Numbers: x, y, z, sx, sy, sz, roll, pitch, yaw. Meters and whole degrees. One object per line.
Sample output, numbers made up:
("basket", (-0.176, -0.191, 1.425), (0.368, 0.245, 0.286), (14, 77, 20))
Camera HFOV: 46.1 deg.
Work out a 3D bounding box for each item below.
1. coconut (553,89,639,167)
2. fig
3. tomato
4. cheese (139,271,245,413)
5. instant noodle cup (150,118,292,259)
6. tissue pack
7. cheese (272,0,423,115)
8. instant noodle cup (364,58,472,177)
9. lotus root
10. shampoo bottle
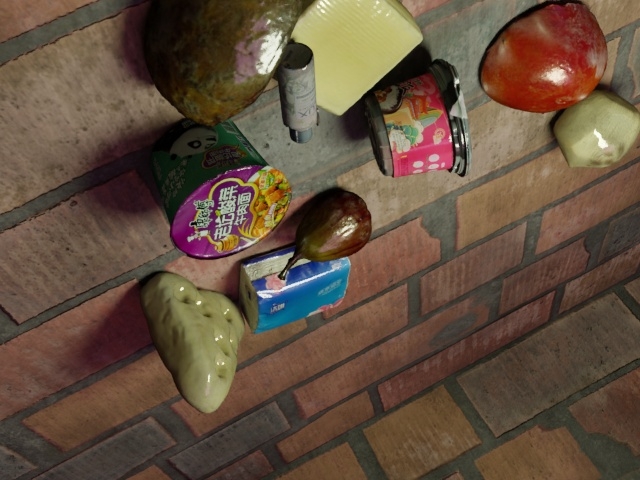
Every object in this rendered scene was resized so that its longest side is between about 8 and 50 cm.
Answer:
("coconut", (0.732, -0.285, 2.009), (0.224, 0.224, 0.224), (-22, 147, -15))
("fig", (-0.001, -0.001, 1.814), (0.274, 0.145, 0.170), (-38, 150, -17))
("tomato", (0.534, -0.391, 1.720), (0.309, 0.170, 0.309), (-23, 147, -16))
("cheese", (-0.266, 0.265, 1.798), (0.129, 0.328, 0.351), (-32, 148, 12))
("instant noodle cup", (-0.207, -0.113, 1.462), (0.251, 0.190, 0.251), (-22, 147, -16))
("tissue pack", (-0.068, 0.117, 1.940), (0.269, 0.137, 0.209), (-16, 143, -22))
("cheese", (0.019, -0.373, 1.357), (0.242, 0.124, 0.265), (-43, 146, 19))
("instant noodle cup", (0.197, -0.239, 1.603), (0.181, 0.258, 0.302), (-15, 140, -1))
("lotus root", (-0.173, -0.339, 1.212), (0.142, 0.210, 0.314), (0, 124, -56))
("shampoo bottle", (-0.039, -0.251, 1.322), (0.072, 0.072, 0.214), (-24, 152, -11))
